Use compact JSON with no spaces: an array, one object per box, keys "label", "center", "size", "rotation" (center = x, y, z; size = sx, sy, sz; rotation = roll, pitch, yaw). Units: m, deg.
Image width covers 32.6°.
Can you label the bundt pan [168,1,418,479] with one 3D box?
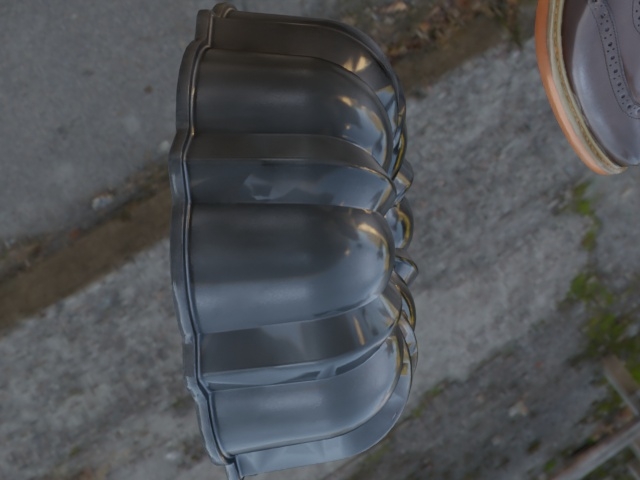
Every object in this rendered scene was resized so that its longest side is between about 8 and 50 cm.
[{"label":"bundt pan","center":[0.000,0.000,0.752],"size":[0.124,0.331,0.331],"rotation":[-1,155,9]}]

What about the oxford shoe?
[{"label":"oxford shoe","center":[0.226,-0.188,0.740],"size":[0.130,0.133,0.363],"rotation":[-52,143,-35]}]
